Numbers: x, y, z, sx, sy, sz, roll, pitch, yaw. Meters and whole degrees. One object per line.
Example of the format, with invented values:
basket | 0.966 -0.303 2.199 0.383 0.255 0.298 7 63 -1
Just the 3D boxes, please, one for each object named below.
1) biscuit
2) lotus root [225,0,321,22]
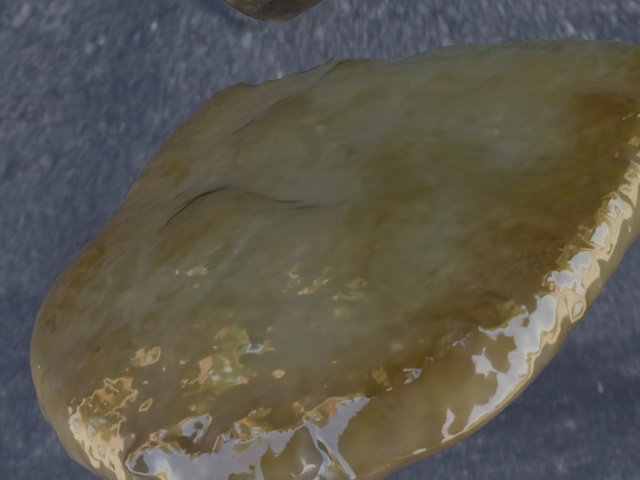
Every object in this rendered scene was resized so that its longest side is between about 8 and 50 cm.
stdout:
biscuit | 0.000 -0.001 1.049 0.429 0.446 0.104 7 134 38
lotus root | -0.081 -0.364 1.831 0.119 0.138 0.235 -39 82 44
